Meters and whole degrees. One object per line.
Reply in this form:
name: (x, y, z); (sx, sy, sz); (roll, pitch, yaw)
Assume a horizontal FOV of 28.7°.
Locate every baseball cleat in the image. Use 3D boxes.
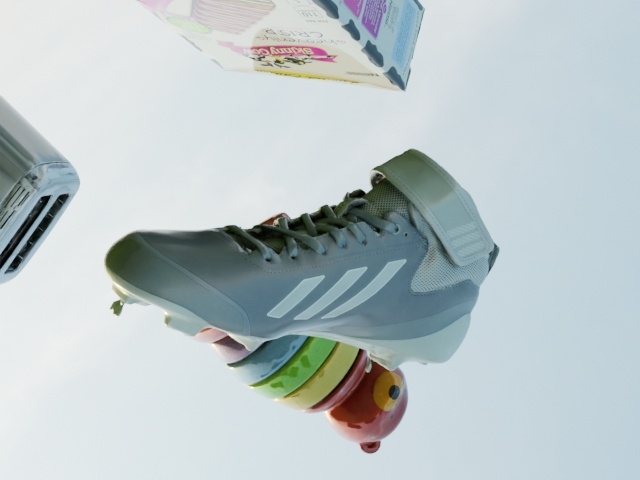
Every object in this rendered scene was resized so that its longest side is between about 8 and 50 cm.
baseball cleat: (0.000, 0.000, 0.572); (0.072, 0.206, 0.109); (37, -74, 43)

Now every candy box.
candy box: (-0.041, -0.177, 0.847); (0.159, 0.233, 0.071); (10, -98, 25)

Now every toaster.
toaster: (-0.352, -0.052, 1.291); (0.227, 0.146, 0.129); (-52, 171, 13)

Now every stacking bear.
stacking bear: (-0.011, 0.134, 1.485); (0.164, 0.289, 0.175); (-25, -151, 50)
